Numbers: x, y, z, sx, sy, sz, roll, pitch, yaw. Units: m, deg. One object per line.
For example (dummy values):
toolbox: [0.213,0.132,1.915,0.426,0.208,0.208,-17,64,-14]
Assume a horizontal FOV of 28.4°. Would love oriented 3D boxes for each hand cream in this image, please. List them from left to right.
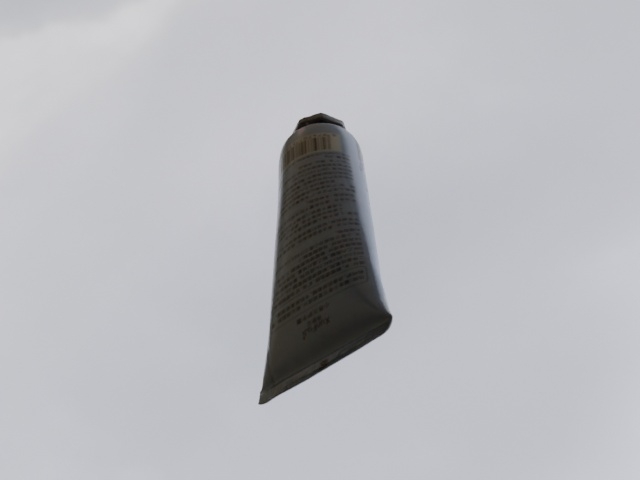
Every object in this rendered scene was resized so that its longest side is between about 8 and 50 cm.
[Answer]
hand cream: [0.000,0.000,0.806,0.091,0.058,0.271,-30,-151,16]
